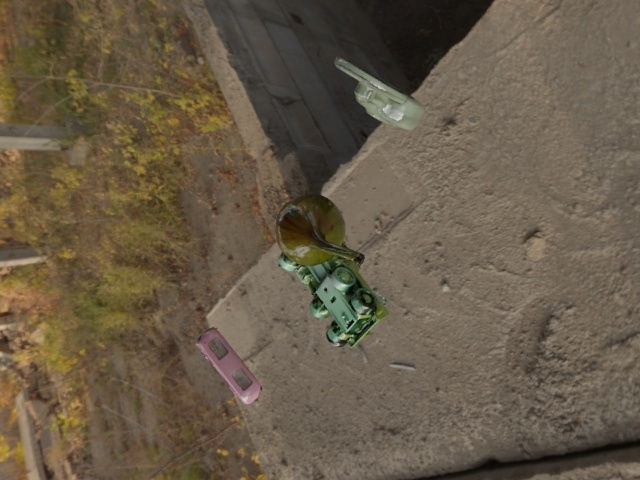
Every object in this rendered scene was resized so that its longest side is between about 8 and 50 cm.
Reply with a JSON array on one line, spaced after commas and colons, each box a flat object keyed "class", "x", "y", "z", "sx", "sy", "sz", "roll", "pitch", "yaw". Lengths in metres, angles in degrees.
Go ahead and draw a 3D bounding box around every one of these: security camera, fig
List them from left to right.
[{"class": "fig", "x": 0.000, "y": 0.000, "z": 0.634, "sx": 0.236, "sy": 0.124, "sz": 0.125, "roll": -136, "pitch": 49, "yaw": -66}, {"class": "security camera", "x": 0.120, "y": -0.297, "z": 0.843, "sx": 0.157, "sy": 0.301, "sz": 0.080, "roll": 40, "pitch": 112, "yaw": 18}]

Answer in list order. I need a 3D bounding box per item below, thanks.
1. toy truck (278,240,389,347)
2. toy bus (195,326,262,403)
[{"class": "toy truck", "x": 0.032, "y": 0.072, "z": 0.820, "sx": 0.260, "sy": 0.135, "sz": 0.128, "roll": 50, "pitch": 131, "yaw": 20}, {"class": "toy bus", "x": -0.221, "y": 0.302, "z": 0.981, "sx": 0.203, "sy": 0.063, "sz": 0.090, "roll": 50, "pitch": 154, "yaw": 4}]
